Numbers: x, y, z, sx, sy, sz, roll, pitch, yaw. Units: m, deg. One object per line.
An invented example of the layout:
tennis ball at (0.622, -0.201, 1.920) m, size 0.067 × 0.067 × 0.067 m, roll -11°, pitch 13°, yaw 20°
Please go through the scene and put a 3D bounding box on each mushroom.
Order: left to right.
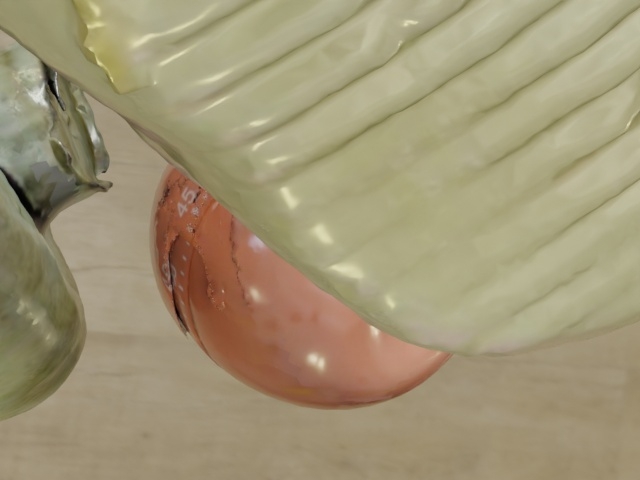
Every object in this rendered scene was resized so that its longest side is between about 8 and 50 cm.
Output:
mushroom at (-0.277, -0.032, 1.162) m, size 0.260 × 0.352 × 0.352 m, roll -24°, pitch 106°, yaw 0°

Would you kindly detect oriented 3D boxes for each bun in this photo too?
bun at (0.060, -0.140, 0.458) m, size 0.361 × 0.213 × 0.361 m, roll -12°, pitch 132°, yaw -14°

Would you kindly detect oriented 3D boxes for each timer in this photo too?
timer at (0.000, 0.000, 1.183) m, size 0.230 × 0.215 × 0.229 m, roll -23°, pitch 129°, yaw -32°
